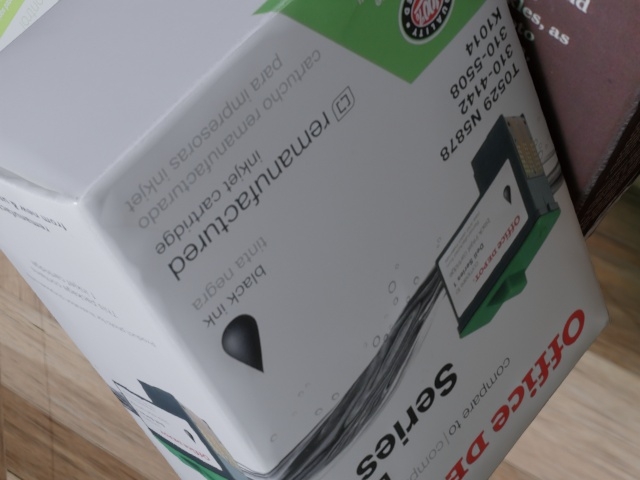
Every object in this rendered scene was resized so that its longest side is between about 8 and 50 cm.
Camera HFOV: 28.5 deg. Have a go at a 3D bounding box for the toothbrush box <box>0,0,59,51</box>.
[{"bbox_3d":[-0.188,-0.161,0.745,0.283,0.122,0.206,50,137,-1],"label":"toothbrush box"}]

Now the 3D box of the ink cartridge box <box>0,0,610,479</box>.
[{"bbox_3d":[0.000,0.000,0.425,0.092,0.160,0.219,22,151,43],"label":"ink cartridge box"}]

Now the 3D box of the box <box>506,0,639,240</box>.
[{"bbox_3d":[0.070,-0.143,0.438,0.191,0.143,0.381,39,160,13],"label":"box"}]
